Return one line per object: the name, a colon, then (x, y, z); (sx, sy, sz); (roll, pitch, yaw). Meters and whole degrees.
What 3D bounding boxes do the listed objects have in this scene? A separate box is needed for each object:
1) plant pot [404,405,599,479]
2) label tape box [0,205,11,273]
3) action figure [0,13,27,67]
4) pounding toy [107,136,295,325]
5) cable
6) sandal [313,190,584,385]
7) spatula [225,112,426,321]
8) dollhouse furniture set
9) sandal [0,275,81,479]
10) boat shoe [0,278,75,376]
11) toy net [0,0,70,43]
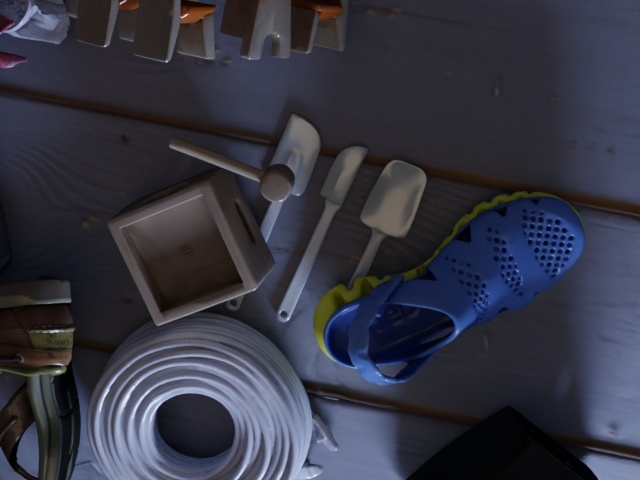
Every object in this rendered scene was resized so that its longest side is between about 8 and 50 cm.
plant pot: (0.215, 0.297, 1.367); (0.188, 0.187, 0.167); (39, 96, -6)
label tape box: (-0.494, -0.108, 1.350); (0.241, 0.106, 0.333); (-5, 107, 7)
action figure: (-0.476, -0.202, 1.241); (0.370, 0.276, 0.248); (6, 109, -3)
pounding toy: (-0.113, -0.035, 1.331); (0.206, 0.094, 0.181); (-21, 102, 18)
cable: (-0.139, 0.210, 1.419); (0.257, 0.089, 0.257); (-25, 103, 13)
sandal: (0.139, 0.063, 1.311); (0.317, 0.138, 0.126); (-33, 106, 11)
spatula: (0.000, 0.000, 1.374); (0.168, 0.019, 0.242); (22, 109, -2)
dollhouse furniture set: (-0.131, -0.263, 1.195); (0.259, 0.262, 0.135); (18, 110, 34)
sandal: (-0.331, 0.188, 1.424); (0.086, 0.120, 0.302); (-1, 98, 2)
boat shoe: (-0.393, 0.110, 1.334); (0.307, 0.111, 0.104); (-10, 85, 36)
toy net: (-0.368, -0.278, 1.292); (0.232, 0.045, 0.122); (40, 83, -3)
